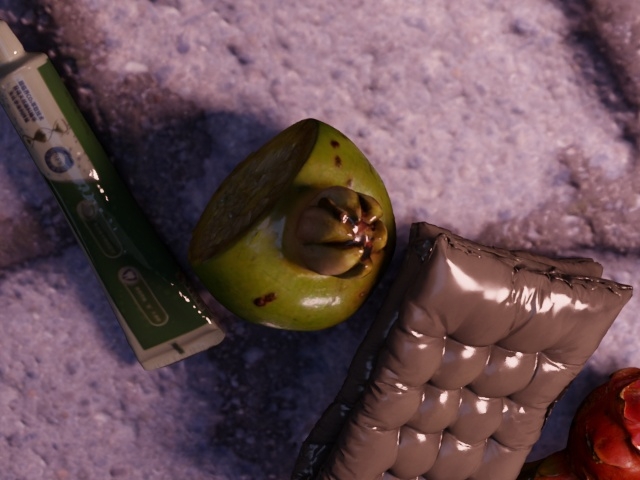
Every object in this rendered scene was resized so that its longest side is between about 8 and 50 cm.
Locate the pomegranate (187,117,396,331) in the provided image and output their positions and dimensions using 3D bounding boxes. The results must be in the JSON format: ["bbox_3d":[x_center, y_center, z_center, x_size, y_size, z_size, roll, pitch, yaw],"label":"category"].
[{"bbox_3d":[0.002,-0.009,1.171,0.159,0.190,0.241,40,138,-18],"label":"pomegranate"}]

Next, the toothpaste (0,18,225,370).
[{"bbox_3d":[-0.225,-0.044,1.263,0.098,0.061,0.392,-24,108,14],"label":"toothpaste"}]

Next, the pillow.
[{"bbox_3d":[0.132,0.142,1.228,0.228,0.101,0.326,13,114,-26],"label":"pillow"}]

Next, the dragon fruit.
[{"bbox_3d":[0.279,0.208,1.272,0.246,0.125,0.125,-34,117,31],"label":"dragon fruit"}]
